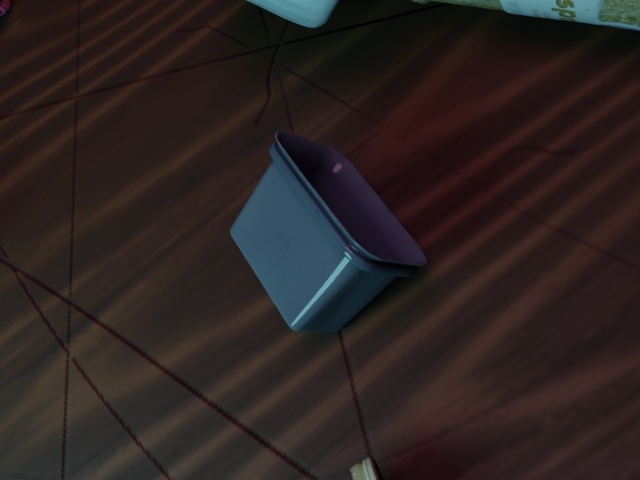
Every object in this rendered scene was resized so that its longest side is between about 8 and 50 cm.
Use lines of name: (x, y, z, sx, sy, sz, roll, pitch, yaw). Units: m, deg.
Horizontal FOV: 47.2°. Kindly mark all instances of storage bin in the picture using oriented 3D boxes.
storage bin: (0.000, 0.000, 0.544, 0.091, 0.098, 0.135, -50, 56, 24)

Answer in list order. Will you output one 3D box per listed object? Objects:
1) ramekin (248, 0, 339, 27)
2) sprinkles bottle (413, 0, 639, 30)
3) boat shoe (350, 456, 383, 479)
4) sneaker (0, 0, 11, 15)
ramekin: (0.001, -0.310, 0.585, 0.135, 0.277, 0.277, 27, 73, -8)
sprinkles bottle: (0.235, -0.216, 0.543, 0.355, 0.121, 0.121, 18, 72, 26)
boat shoe: (0.028, 0.204, 0.449, 0.045, 0.050, 0.135, -12, 62, 7)
sneaker: (-0.395, -0.289, 0.847, 0.057, 0.047, 0.119, -26, 52, 13)
